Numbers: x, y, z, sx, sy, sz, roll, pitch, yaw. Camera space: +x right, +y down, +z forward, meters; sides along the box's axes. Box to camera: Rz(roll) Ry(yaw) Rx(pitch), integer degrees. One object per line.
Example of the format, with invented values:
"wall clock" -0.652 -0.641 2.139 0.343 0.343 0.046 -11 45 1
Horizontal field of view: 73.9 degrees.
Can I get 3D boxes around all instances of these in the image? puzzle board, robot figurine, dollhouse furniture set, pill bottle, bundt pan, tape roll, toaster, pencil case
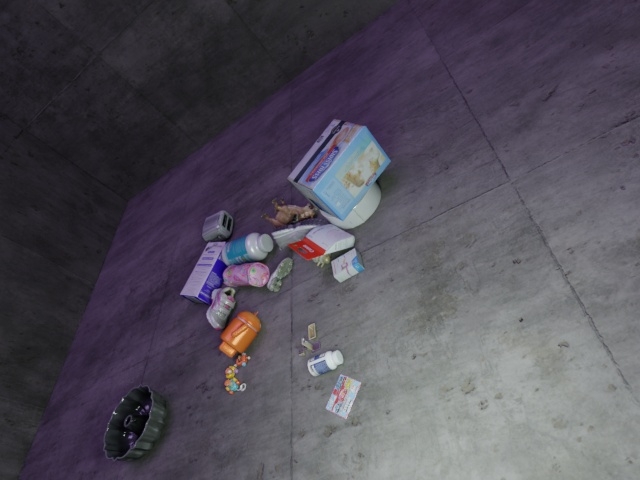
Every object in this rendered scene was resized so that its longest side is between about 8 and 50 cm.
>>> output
"puzzle board" 0.076 0.524 1.437 0.096 0.011 0.128 6 62 46
"robot figurine" -0.345 0.399 1.847 0.128 0.158 0.219 22 65 37
"dollhouse furniture set" -0.062 0.372 1.646 0.091 0.081 0.114 -29 41 22
"pill bottle" 0.019 0.436 1.523 0.120 0.067 0.067 -28 41 23
"bundt pan" -0.827 0.837 1.934 0.331 0.124 0.331 -25 43 25
"tape roll" 0.133 -0.191 1.943 0.286 0.100 0.286 -25 42 25
"toaster" -0.612 -0.082 2.542 0.146 0.129 0.227 -24 41 22
"pill bottle" -0.369 0.046 2.176 0.264 0.146 0.146 -19 46 32
"pencil case" -0.365 0.170 2.055 0.284 0.124 0.124 -8 51 49

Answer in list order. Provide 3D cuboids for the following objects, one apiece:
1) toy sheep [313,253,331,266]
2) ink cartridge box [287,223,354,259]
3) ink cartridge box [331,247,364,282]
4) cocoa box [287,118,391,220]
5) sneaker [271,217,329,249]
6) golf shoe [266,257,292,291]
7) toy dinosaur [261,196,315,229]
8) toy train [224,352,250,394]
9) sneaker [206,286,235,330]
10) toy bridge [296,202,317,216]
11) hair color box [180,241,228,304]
"toy sheep" -0.005 0.061 1.866 0.132 0.091 0.091 35 83 34
"ink cartridge box" 0.000 0.000 1.833 0.189 0.232 0.066 32 127 52
"ink cartridge box" 0.110 0.103 1.744 0.122 0.052 0.088 -32 40 21
"cocoa box" 0.081 -0.304 1.820 0.347 0.231 0.228 -52 38 -5
"sneaker" -0.085 -0.028 2.023 0.281 0.115 0.105 -11 20 17
"golf shoe" -0.199 0.152 1.990 0.086 0.069 0.176 11 64 55
"toy dinosaur" -0.174 -0.105 2.157 0.127 0.200 0.296 -36 -5 -43
"toy train" -0.358 0.558 1.794 0.125 0.046 0.166 -30 40 22
"sneaker" -0.477 0.319 2.075 0.111 0.103 0.252 -30 41 23
"toy bridge" -0.055 -0.161 2.158 0.188 0.026 0.063 -21 47 29
"hair color box" -0.606 0.174 2.324 0.185 0.110 0.339 -2 58 45
